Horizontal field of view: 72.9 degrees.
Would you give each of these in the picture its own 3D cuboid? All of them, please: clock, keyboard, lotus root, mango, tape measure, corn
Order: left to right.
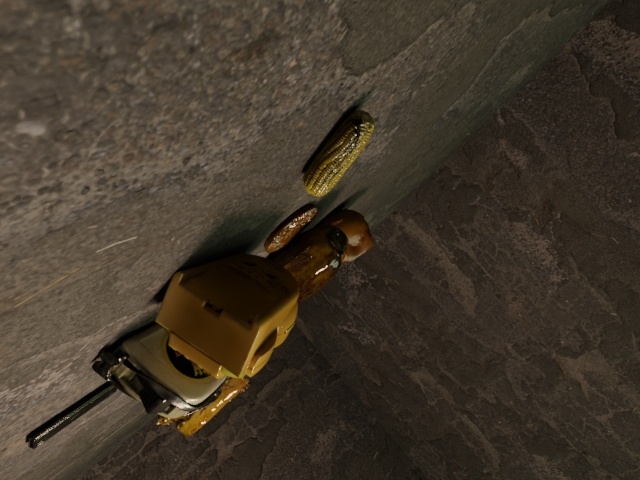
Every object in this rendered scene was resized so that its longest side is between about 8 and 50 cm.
[{"bbox_3d":[-0.630,0.442,1.116,0.230,0.025,0.093,-33,167,-47],"label":"keyboard"},{"bbox_3d":[-0.350,0.311,1.008,0.133,0.231,0.271,-42,173,20],"label":"tape measure"},{"bbox_3d":[-0.174,0.147,0.976,0.200,0.244,0.317,-63,167,24],"label":"clock"},{"bbox_3d":[-0.057,0.087,1.359,0.397,0.179,0.196,-39,178,39],"label":"lotus root"},{"bbox_3d":[0.032,-0.168,0.859,0.203,0.072,0.072,-49,169,35],"label":"corn"},{"bbox_3d":[0.066,-0.020,1.545,0.236,0.166,0.136,-34,-149,-21],"label":"mango"}]

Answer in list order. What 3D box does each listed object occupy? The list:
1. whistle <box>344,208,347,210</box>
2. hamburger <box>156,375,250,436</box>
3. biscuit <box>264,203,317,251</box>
[{"bbox_3d":[0.000,0.000,1.642,0.312,0.062,0.062,-41,172,-8],"label":"whistle"},{"bbox_3d":[-0.485,0.570,1.628,0.287,0.268,0.445,-36,175,-45],"label":"hamburger"},{"bbox_3d":[-0.080,-0.030,1.209,0.188,0.027,0.188,-41,173,-6],"label":"biscuit"}]
